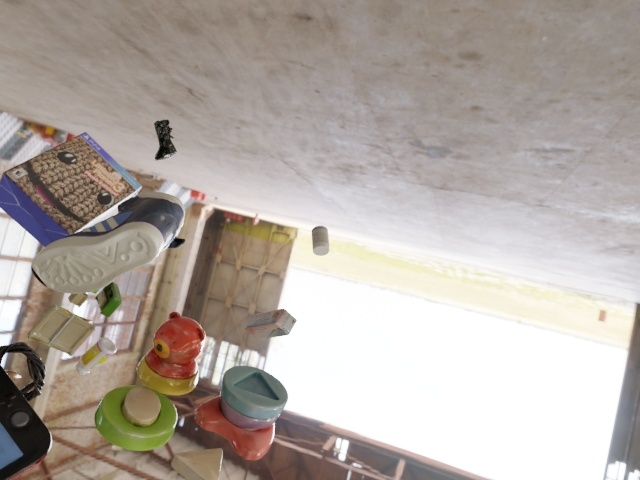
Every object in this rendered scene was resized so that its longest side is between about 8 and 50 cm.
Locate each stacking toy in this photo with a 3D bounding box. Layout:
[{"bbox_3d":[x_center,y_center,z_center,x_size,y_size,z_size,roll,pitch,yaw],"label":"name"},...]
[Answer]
[{"bbox_3d":[-0.215,0.264,0.851,0.308,0.131,0.279,26,-168,9],"label":"stacking toy"}]

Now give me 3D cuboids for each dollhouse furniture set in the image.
[{"bbox_3d":[-0.960,0.271,1.875,0.197,0.302,0.151,44,174,-37],"label":"dollhouse furniture set"}]

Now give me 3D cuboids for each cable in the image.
[{"bbox_3d":[-0.843,0.368,1.330,0.150,0.185,0.047,17,-168,-6],"label":"cable"}]

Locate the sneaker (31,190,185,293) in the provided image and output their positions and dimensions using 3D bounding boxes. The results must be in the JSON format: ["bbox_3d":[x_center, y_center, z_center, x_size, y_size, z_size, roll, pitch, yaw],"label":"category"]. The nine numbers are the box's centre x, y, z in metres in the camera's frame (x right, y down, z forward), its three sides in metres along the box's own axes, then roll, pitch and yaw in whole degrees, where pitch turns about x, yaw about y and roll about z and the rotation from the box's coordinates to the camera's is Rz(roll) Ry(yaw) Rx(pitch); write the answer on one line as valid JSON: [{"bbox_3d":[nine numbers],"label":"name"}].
[{"bbox_3d":[-0.460,-0.010,1.096,0.322,0.130,0.236,-17,-154,14],"label":"sneaker"}]

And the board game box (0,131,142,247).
[{"bbox_3d":[-0.716,-0.136,1.380,0.232,0.291,0.141,45,129,-10],"label":"board game box"}]

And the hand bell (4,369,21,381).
[{"bbox_3d":[-0.994,0.406,1.450,0.126,0.126,0.242,13,163,6],"label":"hand bell"}]

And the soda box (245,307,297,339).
[{"bbox_3d":[-0.154,0.259,1.471,0.063,0.058,0.183,45,144,-19],"label":"soda box"}]

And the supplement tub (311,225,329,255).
[{"bbox_3d":[0.000,0.000,1.919,0.070,0.107,0.071,-2,142,-2],"label":"supplement tub"}]

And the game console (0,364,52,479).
[{"bbox_3d":[-0.870,0.457,1.091,0.342,0.060,0.386,47,-150,13],"label":"game console"}]

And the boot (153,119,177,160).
[{"bbox_3d":[-0.459,-0.290,1.388,0.045,0.099,0.121,-20,-173,-38],"label":"boot"}]

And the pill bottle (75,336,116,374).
[{"bbox_3d":[-0.479,0.247,1.018,0.043,0.083,0.043,48,-175,-6],"label":"pill bottle"}]
